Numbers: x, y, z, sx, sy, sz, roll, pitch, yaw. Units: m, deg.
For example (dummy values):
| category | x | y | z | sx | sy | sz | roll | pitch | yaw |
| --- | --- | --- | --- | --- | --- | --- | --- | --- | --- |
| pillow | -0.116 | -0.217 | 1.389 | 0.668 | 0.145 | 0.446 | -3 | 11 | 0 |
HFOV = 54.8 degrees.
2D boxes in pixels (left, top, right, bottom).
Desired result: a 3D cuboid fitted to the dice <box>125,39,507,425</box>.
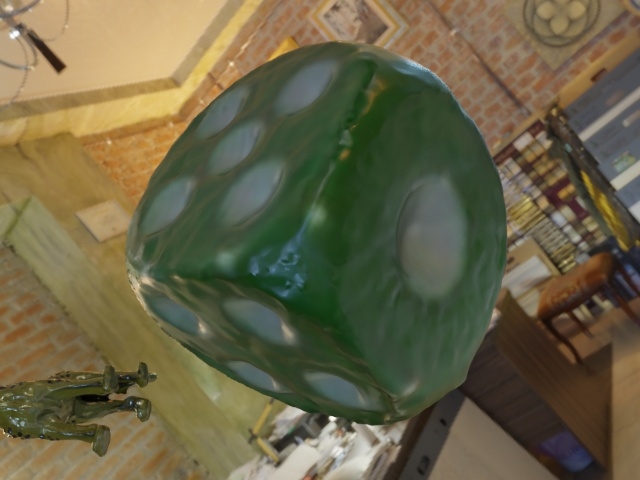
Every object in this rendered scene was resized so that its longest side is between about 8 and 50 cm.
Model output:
| category | x | y | z | sx | sy | sz | roll | pitch | yaw |
| --- | --- | --- | --- | --- | --- | --- | --- | --- | --- |
| dice | 0.000 | 0.000 | 0.648 | 0.300 | 0.297 | 0.287 | -2 | 52 | 43 |

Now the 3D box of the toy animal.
| category | x | y | z | sx | sy | sz | roll | pitch | yaw |
| --- | --- | --- | --- | --- | --- | --- | --- | --- | --- |
| toy animal | -0.237 | 0.142 | 0.569 | 0.136 | 0.073 | 0.181 | 1 | -5 | 2 |
